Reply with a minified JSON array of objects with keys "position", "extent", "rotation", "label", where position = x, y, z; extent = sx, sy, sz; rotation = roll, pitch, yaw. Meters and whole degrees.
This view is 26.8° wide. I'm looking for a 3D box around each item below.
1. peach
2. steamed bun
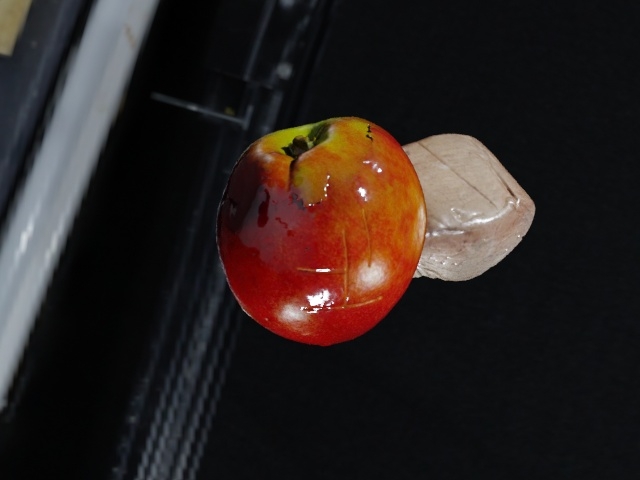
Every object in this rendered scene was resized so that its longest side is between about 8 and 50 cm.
[{"position":[0.000,0.000,1.145],"extent":[0.197,0.197,0.197],"rotation":[-6,-100,36],"label":"peach"},{"position":[0.125,-0.026,1.370],"extent":[0.145,0.175,0.106],"rotation":[52,-39,32],"label":"steamed bun"}]
